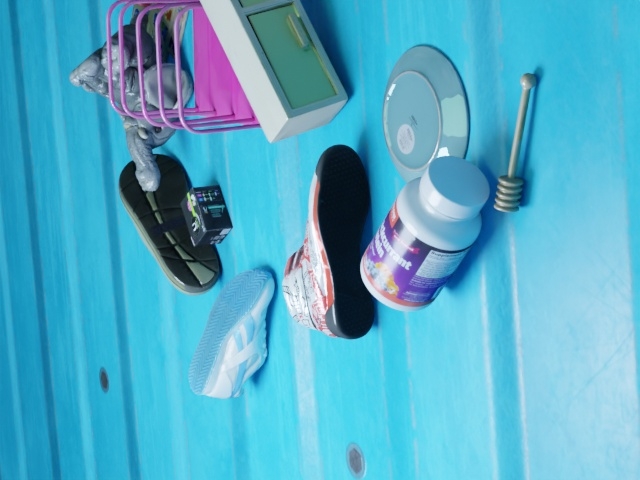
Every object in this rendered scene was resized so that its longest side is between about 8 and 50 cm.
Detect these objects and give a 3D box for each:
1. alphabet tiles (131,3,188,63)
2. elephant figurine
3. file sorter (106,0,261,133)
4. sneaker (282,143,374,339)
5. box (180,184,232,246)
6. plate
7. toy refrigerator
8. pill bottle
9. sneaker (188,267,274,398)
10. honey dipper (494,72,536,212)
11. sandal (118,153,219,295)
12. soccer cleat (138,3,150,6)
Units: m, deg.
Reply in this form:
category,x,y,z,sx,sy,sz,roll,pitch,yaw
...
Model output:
category,x,y,z,sx,sy,sz,roll,pitch,yaw
alphabet tiles,-0.283,-0.403,2.368,0.198,0.009,0.237,55,140,39
elephant figurine,-0.300,-0.238,2.305,0.239,0.186,0.169,48,-172,-12
file sorter,-0.197,-0.276,2.071,0.291,0.182,0.202,18,112,58
sneaker,-0.001,0.001,1.882,0.145,0.090,0.270,6,104,57
box,-0.190,-0.041,2.238,0.062,0.052,0.083,-48,57,52
plate,0.123,-0.151,1.702,0.188,0.024,0.188,19,112,56
toy refrigerator,-0.072,-0.284,1.876,0.269,0.102,0.094,64,154,11
pill bottle,0.130,-0.010,1.635,0.108,0.108,0.193,63,145,30
sneaker,-0.126,0.147,2.141,0.087,0.092,0.228,46,115,49
honey dipper,0.225,-0.112,1.534,0.030,0.031,0.160,31,119,54
sandal,-0.268,-0.022,2.323,0.086,0.120,0.302,105,146,-57
soccer cleat,-0.271,-0.497,2.264,0.095,0.083,0.248,49,132,2
